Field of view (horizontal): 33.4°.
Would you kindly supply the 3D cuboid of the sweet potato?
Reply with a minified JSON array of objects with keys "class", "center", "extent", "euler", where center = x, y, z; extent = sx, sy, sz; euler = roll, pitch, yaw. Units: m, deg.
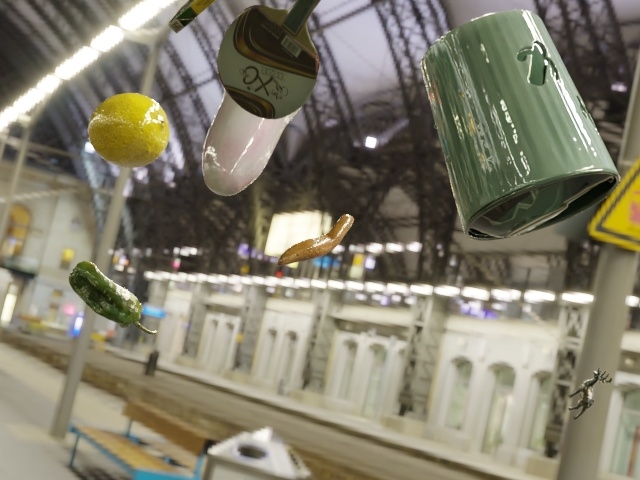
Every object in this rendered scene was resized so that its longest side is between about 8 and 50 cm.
[{"class":"sweet potato","center":[0.001,0.004,1.746],"extent":[0.179,0.044,0.044],"euler":[-29,21,-35]}]

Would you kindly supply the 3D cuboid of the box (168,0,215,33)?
[{"class":"box","center":[-0.234,-0.561,2.384],"extent":[0.034,0.235,0.132],"euler":[47,25,-18]}]

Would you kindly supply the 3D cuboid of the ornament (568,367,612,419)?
[{"class":"ornament","center":[0.554,0.310,2.191],"extent":[0.028,0.073,0.125],"euler":[25,-43,-14]}]

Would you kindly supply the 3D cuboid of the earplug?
[{"class":"earplug","center":[-0.159,-0.209,2.174],"extent":[0.172,0.301,0.172],"euler":[13,-38,10]}]

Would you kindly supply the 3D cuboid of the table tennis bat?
[{"class":"table tennis bat","center":[-0.060,-0.313,1.689],"extent":[0.173,0.022,0.301],"euler":[41,-49,1]}]

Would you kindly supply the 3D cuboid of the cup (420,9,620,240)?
[{"class":"cup","center":[0.391,-0.207,2.136],"extent":[0.310,0.392,0.401],"euler":[-20,-17,12]}]

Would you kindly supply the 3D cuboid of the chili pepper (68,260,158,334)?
[{"class":"chili pepper","center":[-0.389,0.117,2.030],"extent":[0.204,0.073,0.072],"euler":[40,-51,-9]}]

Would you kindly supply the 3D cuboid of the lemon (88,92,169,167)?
[{"class":"lemon","center":[-0.455,-0.259,2.524],"extent":[0.203,0.178,0.178],"euler":[-5,-13,22]}]
